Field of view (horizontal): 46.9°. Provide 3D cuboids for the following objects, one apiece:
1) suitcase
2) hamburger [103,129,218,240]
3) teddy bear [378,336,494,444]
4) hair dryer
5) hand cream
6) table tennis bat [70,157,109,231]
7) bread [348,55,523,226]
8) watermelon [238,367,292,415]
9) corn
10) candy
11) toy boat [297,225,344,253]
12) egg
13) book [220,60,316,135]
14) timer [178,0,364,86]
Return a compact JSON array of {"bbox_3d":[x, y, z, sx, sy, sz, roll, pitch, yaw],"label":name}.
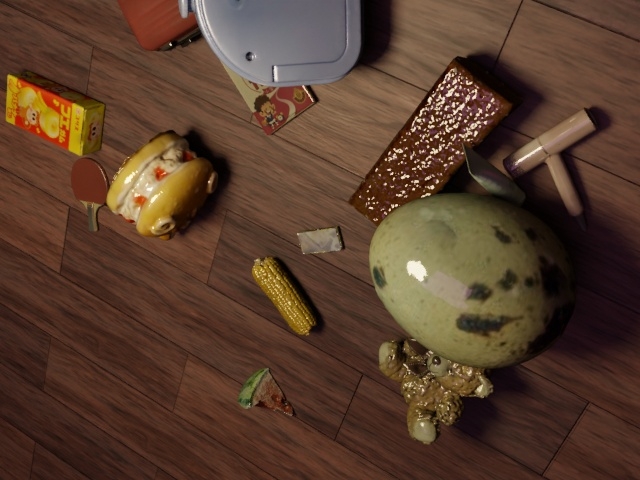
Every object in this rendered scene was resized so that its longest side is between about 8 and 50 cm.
[{"bbox_3d":[-0.315,-0.583,1.673,0.297,0.161,0.236,-19,101,32],"label":"suitcase"},{"bbox_3d":[-0.393,-0.114,1.858,0.186,0.261,0.302,43,141,1],"label":"hamburger"},{"bbox_3d":[0.289,0.314,1.731,0.256,0.156,0.267,-42,58,37],"label":"teddy bear"},{"bbox_3d":[0.513,-0.127,1.495,0.195,0.054,0.220,-35,92,33],"label":"hair dryer"},{"bbox_3d":[0.350,-0.125,1.507,0.050,0.205,0.078,-27,52,32],"label":"hand cream"},{"bbox_3d":[-0.659,-0.130,2.119,0.130,0.019,0.220,12,113,22],"label":"table tennis bat"},{"bbox_3d":[0.233,-0.188,1.581,0.165,0.113,0.416,42,124,7],"label":"bread"},{"bbox_3d":[-0.156,0.428,2.074,0.158,0.121,0.098,19,149,-30],"label":"watermelon"},{"bbox_3d":[-0.092,0.140,1.901,0.080,0.080,0.238,-36,93,33],"label":"corn"},{"bbox_3d":[-0.730,-0.351,2.026,0.276,0.088,0.146,23,118,18],"label":"candy"},{"bbox_3d":[0.000,0.000,1.833,0.115,0.016,0.063,-6,107,30],"label":"toy boat"},{"bbox_3d":[0.303,0.077,1.501,0.428,0.345,0.345,18,119,-2],"label":"egg"},{"bbox_3d":[-0.129,-0.384,1.741,0.162,0.022,0.231,-29,96,33],"label":"book"},{"bbox_3d":[-0.102,-0.506,1.514,0.395,0.173,0.394,-5,112,-11],"label":"timer"}]
